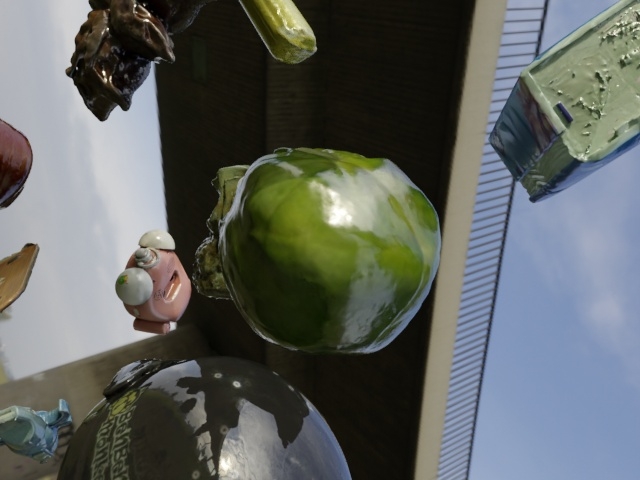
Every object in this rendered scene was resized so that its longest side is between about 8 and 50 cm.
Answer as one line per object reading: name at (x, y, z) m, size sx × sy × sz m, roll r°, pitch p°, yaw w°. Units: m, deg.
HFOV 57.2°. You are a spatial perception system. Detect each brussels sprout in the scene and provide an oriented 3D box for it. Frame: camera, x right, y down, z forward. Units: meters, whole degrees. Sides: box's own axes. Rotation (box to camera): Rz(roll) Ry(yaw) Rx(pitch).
brussels sprout at (0.000, 0.000, 0.613) m, size 0.271 × 0.220 × 0.210 m, roll 48°, pitch -51°, yaw 49°

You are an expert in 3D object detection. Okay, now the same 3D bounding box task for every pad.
pad at (-0.513, 0.111, 0.787) m, size 0.018 × 0.284 × 0.286 m, roll 61°, pitch -11°, yaw -23°

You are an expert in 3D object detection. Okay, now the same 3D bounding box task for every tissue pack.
tissue pack at (0.342, -0.169, 0.743) m, size 0.146 × 0.198 × 0.263 m, roll 57°, pitch 5°, yaw 8°

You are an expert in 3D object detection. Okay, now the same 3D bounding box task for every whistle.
whistle at (-0.598, 0.387, 1.199) m, size 0.269 × 0.180 × 0.093 m, roll 102°, pitch -31°, yaw -57°

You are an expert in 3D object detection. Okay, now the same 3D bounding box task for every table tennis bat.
table tennis bat at (-0.112, -0.362, 0.733) m, size 0.054 × 0.224 × 0.368 m, roll -42°, pitch -110°, yaw 30°

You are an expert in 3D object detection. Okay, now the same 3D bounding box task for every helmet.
helmet at (-0.061, 0.186, 0.452) m, size 0.230 × 0.160 × 0.278 m, roll 46°, pitch 21°, yaw -31°

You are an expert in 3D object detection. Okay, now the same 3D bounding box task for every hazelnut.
hazelnut at (-0.675, -0.162, 1.166) m, size 0.181 × 0.180 × 0.212 m, roll 33°, pitch -6°, yaw 10°

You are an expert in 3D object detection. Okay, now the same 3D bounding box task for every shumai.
shumai at (-0.183, -0.032, 1.574) m, size 0.395 × 0.395 × 0.347 m, roll 16°, pitch -64°, yaw 56°

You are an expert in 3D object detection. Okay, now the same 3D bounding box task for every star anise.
star anise at (-0.231, -0.262, 0.707) m, size 0.236 × 0.109 × 0.223 m, roll 5°, pitch -112°, yaw 52°

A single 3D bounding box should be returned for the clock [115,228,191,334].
clock at (-0.310, 0.077, 1.110) m, size 0.162 × 0.093 × 0.165 m, roll 82°, pitch 18°, yaw -46°
